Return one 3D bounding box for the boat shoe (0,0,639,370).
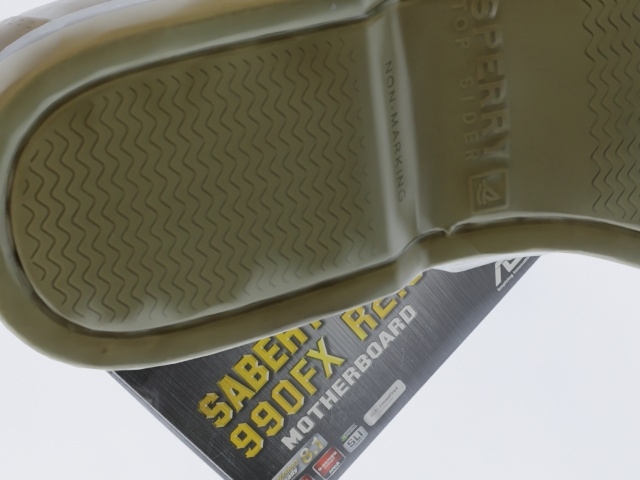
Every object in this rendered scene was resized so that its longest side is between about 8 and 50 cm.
[{"bbox_3d":[0.046,-0.046,0.423,0.302,0.113,0.103,-7,-158,-23],"label":"boat shoe"}]

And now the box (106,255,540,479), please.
[{"bbox_3d":[0.000,0.000,0.775,0.231,0.183,0.056,-47,-143,-8],"label":"box"}]
